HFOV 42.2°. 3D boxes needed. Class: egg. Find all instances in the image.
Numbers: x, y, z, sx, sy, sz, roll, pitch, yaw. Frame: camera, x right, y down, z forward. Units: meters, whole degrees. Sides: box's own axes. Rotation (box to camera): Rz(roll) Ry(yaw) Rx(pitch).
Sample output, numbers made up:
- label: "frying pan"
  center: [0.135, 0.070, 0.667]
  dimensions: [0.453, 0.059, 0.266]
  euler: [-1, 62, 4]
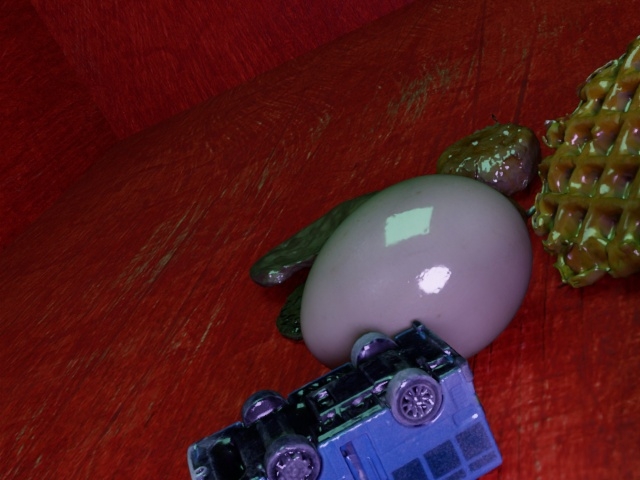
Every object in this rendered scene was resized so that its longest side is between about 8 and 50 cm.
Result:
- label: "egg"
  center: [0.092, 0.042, 0.839]
  dimensions: [0.254, 0.188, 0.188]
  euler: [-33, 20, 8]

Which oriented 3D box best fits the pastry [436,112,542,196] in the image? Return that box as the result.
- label: "pastry"
  center: [0.231, -0.103, 1.144]
  dimensions: [0.153, 0.081, 0.153]
  euler: [-21, 32, 14]

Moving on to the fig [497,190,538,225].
- label: "fig"
  center: [0.218, -0.022, 1.000]
  dimensions: [0.125, 0.089, 0.089]
  euler: [-7, 14, -19]

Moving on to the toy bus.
- label: "toy bus"
  center: [0.020, 0.180, 0.695]
  dimensions: [0.234, 0.133, 0.116]
  euler: [-27, 20, -8]

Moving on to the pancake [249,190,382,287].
- label: "pancake"
  center: [0.001, 0.001, 1.231]
  dimensions: [0.236, 0.042, 0.222]
  euler: [-31, 11, 8]

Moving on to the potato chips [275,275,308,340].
- label: "potato chips"
  center: [0.038, 0.057, 1.100]
  dimensions: [0.220, 0.029, 0.202]
  euler: [-39, 20, -19]

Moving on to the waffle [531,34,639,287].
- label: "waffle"
  center: [0.338, -0.105, 0.846]
  dimensions: [0.325, 0.068, 0.302]
  euler: [-47, 25, 37]
